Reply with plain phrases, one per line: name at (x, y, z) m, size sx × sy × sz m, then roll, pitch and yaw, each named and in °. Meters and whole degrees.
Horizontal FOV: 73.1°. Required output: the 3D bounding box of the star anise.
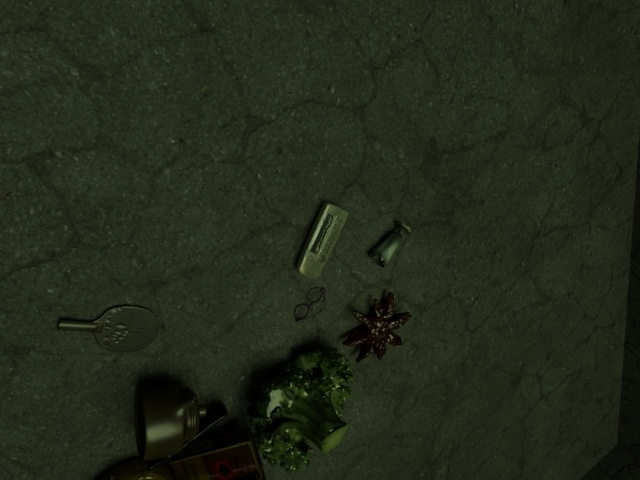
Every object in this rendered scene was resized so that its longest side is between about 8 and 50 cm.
star anise at (0.199, 0.305, 1.501) m, size 0.288 × 0.088 × 0.289 m, roll -8°, pitch 108°, yaw -27°

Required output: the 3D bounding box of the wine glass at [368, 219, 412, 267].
wine glass at (0.231, 0.011, 1.433) m, size 0.155 × 0.072 × 0.072 m, roll -50°, pitch 123°, yaw -7°

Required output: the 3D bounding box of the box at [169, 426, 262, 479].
box at (-0.307, 0.669, 1.296) m, size 0.239 × 0.071 × 0.160 m, roll -13°, pitch 109°, yaw -3°

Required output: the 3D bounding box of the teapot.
teapot at (-0.401, 0.482, 1.167) m, size 0.175 × 0.186 × 0.268 m, roll 2°, pitch 143°, yaw -31°

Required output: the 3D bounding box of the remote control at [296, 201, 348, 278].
remote control at (0.001, 0.000, 1.307) m, size 0.090 × 0.049 × 0.230 m, roll 23°, pitch 94°, yaw -32°

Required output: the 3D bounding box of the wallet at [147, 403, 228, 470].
wallet at (-0.376, 0.562, 1.239) m, size 0.244 × 0.124 × 0.025 m, roll -30°, pitch 90°, yaw -18°

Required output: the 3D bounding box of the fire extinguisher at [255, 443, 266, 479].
fire extinguisher at (-0.235, 0.736, 1.402) m, size 0.089 × 0.072 × 0.268 m, roll -21°, pitch 115°, yaw -27°

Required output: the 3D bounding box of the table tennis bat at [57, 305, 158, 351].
table tennis bat at (-0.533, 0.222, 1.098) m, size 0.234 × 0.022 × 0.131 m, roll 14°, pitch 100°, yaw -35°

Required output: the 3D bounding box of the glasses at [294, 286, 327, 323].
glasses at (-0.012, 0.213, 1.338) m, size 0.140 × 0.103 × 0.062 m, roll -51°, pitch 121°, yaw -10°

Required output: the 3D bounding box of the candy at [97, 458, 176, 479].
candy at (-0.531, 0.746, 1.219) m, size 0.259 × 0.118 × 0.260 m, roll -13°, pitch 115°, yaw -30°

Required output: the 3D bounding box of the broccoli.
broccoli at (-0.052, 0.516, 1.326) m, size 0.338 × 0.318 × 0.277 m, roll -8°, pitch 117°, yaw 0°
